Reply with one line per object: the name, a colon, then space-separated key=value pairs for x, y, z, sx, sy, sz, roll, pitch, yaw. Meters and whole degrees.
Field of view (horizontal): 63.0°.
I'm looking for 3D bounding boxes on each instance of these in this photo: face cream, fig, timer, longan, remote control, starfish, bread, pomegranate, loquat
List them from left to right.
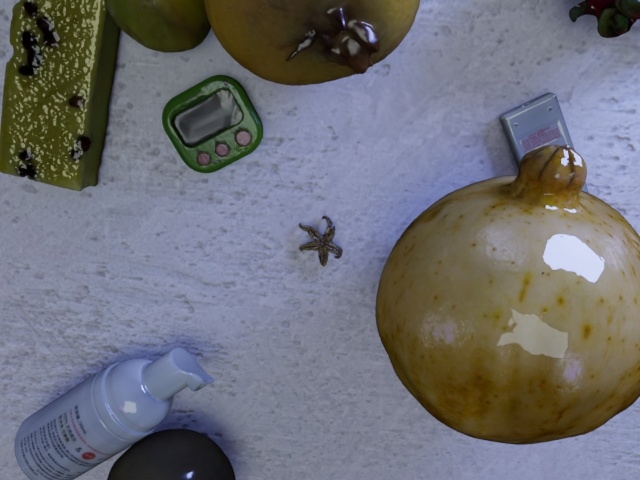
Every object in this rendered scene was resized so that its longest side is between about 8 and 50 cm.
bread: x=-0.383 y=-0.259 z=0.772 sx=0.138 sy=0.077 sz=0.361 roll=16 pitch=110 yaw=-5
face cream: x=-0.357 y=0.295 z=0.939 sx=0.369 sy=0.145 sz=0.145 roll=-32 pitch=106 yaw=11
fig: x=-0.218 y=-0.330 z=0.715 sx=0.120 sy=0.153 sz=0.136 roll=-3 pitch=98 yaw=47
longan: x=-0.271 y=0.471 z=0.963 sx=0.248 sy=0.248 sz=0.248 roll=1 pitch=110 yaw=2
timer: x=-0.165 y=-0.179 z=0.810 sx=0.140 sy=0.047 sz=0.128 roll=-25 pitch=109 yaw=10
loquat: x=-0.005 y=-0.315 z=0.635 sx=0.274 sy=0.275 sz=0.275 roll=1 pitch=110 yaw=2
starfish: x=0.000 y=0.000 z=0.879 sx=0.091 sy=0.028 sz=0.078 roll=40 pitch=109 yaw=-7
pomegranate: x=0.265 y=0.065 z=0.710 sx=0.410 sy=0.410 sz=0.410 roll=1 pitch=110 yaw=2
remote control: x=0.353 y=-0.127 z=0.818 sx=0.087 sy=0.029 sz=0.190 roll=-25 pitch=107 yaw=11

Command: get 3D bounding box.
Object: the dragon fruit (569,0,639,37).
dragon fruit: x=0.427 y=-0.358 z=0.646 sx=0.272 sy=0.198 sz=0.218 roll=16 pitch=101 yaw=-5
